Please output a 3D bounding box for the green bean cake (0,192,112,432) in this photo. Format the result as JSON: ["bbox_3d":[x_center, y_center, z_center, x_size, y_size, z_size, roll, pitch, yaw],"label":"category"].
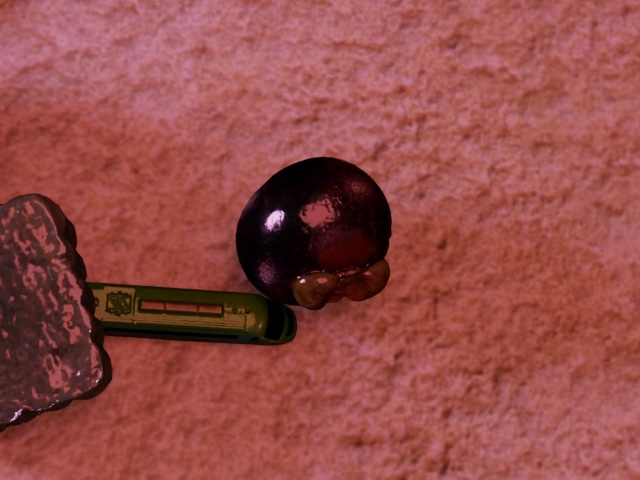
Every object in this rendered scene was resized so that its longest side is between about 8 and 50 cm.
[{"bbox_3d":[-0.285,0.073,1.200,0.183,0.094,0.185,-18,78,-2],"label":"green bean cake"}]

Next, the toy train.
[{"bbox_3d":[-0.120,0.068,1.286,0.209,0.042,0.044,4,72,-12],"label":"toy train"}]

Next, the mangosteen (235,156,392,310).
[{"bbox_3d":[0.000,0.000,1.280,0.152,0.152,0.152,4,71,-12],"label":"mangosteen"}]
